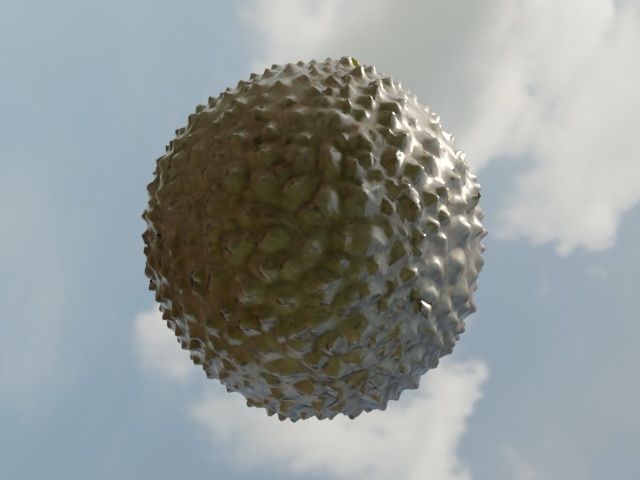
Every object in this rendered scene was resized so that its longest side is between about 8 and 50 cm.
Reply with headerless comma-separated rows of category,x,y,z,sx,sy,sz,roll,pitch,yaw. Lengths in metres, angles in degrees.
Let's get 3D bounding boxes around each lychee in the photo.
lychee,-0.005,-0.003,1.018,0.300,0.300,0.300,-28,-129,42

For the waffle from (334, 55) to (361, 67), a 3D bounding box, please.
waffle,-0.015,-0.087,1.434,0.057,0.219,0.229,41,-90,11
